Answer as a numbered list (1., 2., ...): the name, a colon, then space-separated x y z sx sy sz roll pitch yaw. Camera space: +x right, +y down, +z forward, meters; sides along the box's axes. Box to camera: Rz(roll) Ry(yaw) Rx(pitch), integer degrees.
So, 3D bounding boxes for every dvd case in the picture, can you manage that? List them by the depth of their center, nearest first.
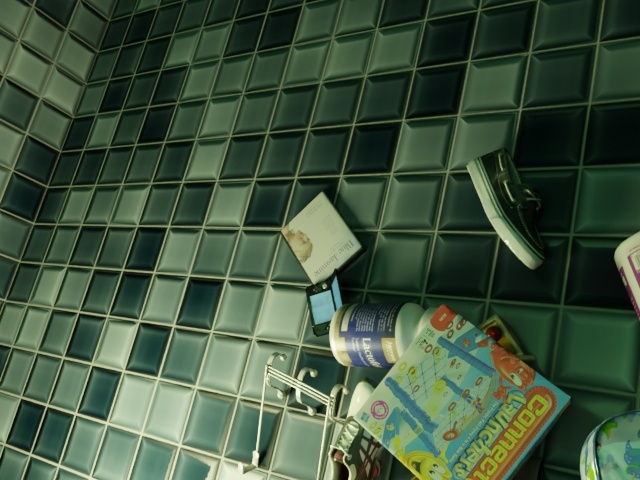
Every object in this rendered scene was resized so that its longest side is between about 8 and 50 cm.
1. dvd case: 0.000 0.000 1.863 0.180 0.022 0.253 -43 51 12

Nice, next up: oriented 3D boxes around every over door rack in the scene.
1. over door rack: -0.059 0.468 1.647 0.240 0.108 0.324 18 95 40

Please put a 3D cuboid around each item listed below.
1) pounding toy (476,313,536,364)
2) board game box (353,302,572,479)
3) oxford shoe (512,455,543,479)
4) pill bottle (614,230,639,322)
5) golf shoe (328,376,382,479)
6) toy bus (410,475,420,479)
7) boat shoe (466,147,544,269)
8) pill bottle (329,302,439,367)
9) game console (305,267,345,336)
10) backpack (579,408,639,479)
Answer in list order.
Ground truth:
1. pounding toy: 0.383 0.241 1.425 0.130 0.100 0.141 -39 52 15
2. board game box: 0.278 0.336 1.321 0.302 0.086 0.308 37 89 29
3. oxford shoe: 0.411 0.548 1.269 0.099 0.097 0.271 -18 59 22
4. pill bottle: 0.676 0.128 1.225 0.169 0.169 0.301 -24 57 25
5. golf shoe: 0.085 0.444 1.481 0.105 0.120 0.272 12 98 42
6. toy bus: 0.242 0.576 1.366 0.104 0.191 0.202 126 160 -70
7. boat shoe: 0.443 -0.091 1.523 0.119 0.121 0.335 -36 51 23
8. pill bottle: 0.167 0.221 1.555 0.265 0.153 0.153 -6 66 34
9. game console: 0.013 0.162 1.725 0.124 0.085 0.143 -19 65 17
10. backpack: 0.625 0.390 1.111 0.356 0.273 0.289 -17 66 43
